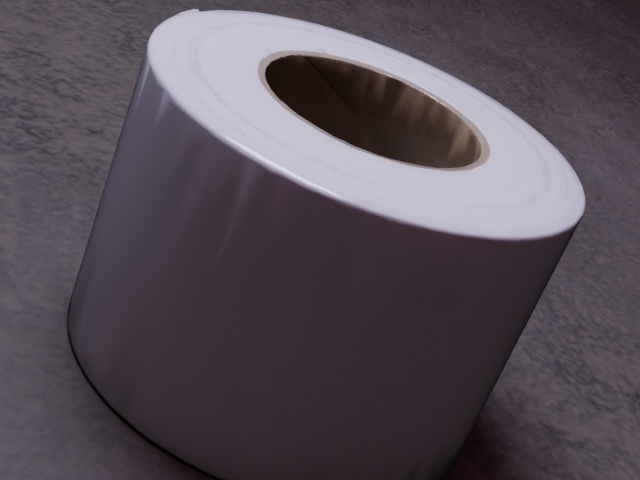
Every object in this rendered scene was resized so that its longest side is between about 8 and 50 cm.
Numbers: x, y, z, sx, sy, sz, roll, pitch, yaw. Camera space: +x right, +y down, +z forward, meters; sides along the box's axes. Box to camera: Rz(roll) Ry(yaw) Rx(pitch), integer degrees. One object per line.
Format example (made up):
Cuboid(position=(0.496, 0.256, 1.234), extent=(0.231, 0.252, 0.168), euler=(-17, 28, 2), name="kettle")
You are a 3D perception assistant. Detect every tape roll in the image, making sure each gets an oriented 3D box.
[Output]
Cuboid(position=(0.000, 0.000, 0.652), extent=(0.246, 0.169, 0.246), euler=(18, 27, -9), name="tape roll")
